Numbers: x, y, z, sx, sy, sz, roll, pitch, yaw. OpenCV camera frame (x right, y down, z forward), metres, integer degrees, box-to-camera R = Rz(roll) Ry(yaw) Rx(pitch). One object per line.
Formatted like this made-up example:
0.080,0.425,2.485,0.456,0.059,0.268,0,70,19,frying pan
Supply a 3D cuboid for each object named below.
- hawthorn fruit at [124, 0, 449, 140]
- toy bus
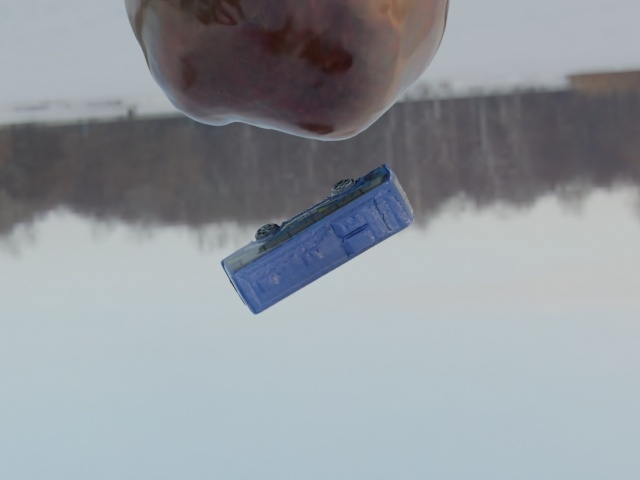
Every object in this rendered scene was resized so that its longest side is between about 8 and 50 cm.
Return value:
-0.038,-0.250,1.420,0.308,0.325,0.308,-14,-138,13,hawthorn fruit
0.000,0.000,1.243,0.153,0.051,0.061,-30,-161,-1,toy bus
